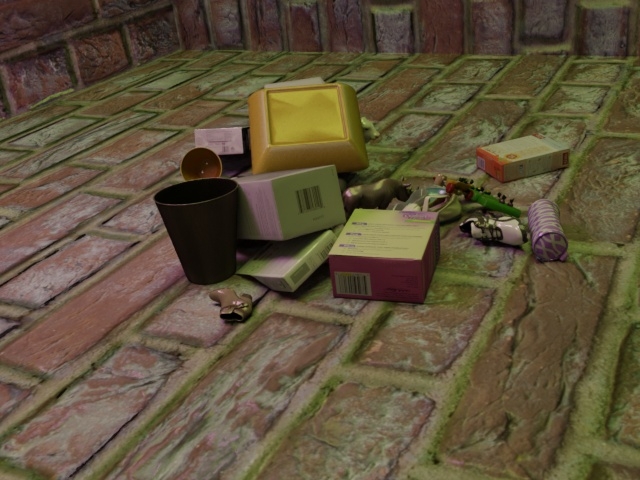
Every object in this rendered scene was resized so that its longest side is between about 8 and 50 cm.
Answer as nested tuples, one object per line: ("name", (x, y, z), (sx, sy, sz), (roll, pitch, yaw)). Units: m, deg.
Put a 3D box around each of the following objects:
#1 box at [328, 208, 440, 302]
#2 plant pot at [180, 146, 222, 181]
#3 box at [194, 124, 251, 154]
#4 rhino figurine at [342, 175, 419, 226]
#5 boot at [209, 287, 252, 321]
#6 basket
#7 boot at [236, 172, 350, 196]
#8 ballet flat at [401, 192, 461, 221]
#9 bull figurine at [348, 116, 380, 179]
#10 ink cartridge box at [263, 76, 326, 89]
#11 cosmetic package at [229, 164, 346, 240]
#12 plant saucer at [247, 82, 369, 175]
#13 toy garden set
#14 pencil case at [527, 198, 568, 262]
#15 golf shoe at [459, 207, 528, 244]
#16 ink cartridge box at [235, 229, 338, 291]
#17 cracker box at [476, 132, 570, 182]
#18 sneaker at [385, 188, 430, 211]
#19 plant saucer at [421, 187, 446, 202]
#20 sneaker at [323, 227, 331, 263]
("box", (0.157, 0.031, 1.744), (0.214, 0.117, 0.243), (2, 29, 18))
("plant pot", (-0.374, -0.231, 2.392), (0.134, 0.134, 0.095), (-4, 2, 5))
("box", (-0.308, -0.348, 2.544), (0.169, 0.087, 0.290), (-1, 10, 11))
("rhino figurine", (0.166, -0.118, 2.047), (0.243, 0.106, 0.073), (-15, 29, -16))
("boot", (-0.210, 0.148, 1.679), (0.119, 0.042, 0.087), (1, 30, 15))
("basket", (-0.285, -0.020, 1.821), (0.205, 0.226, 0.154), (-11, 27, -7))
("boot", (-0.068, -0.194, 2.173), (0.338, 0.118, 0.222), (9, 52, 7))
("ballet flat", (0.268, -0.072, 1.961), (0.249, 0.086, 0.086), (-22, 30, -27))
("bull figurine", (0.031, -0.278, 2.295), (0.311, 0.188, 0.101), (-6, 22, 2))
("ink cartridge box", (-0.064, -0.369, 2.411), (0.198, 0.270, 0.197), (-9, 27, -6))
("cosmetic package", (-0.124, -0.095, 1.880), (0.197, 0.155, 0.366), (-17, 9, -31))
("plant saucer", (-0.041, -0.341, 2.149), (0.333, 0.081, 0.332), (-5, 55, -3))
("toy garden set", (0.396, -0.140, 1.967), (0.204, 0.049, 0.244), (17, 12, -19))
("pencil case", (0.556, -0.027, 1.810), (0.088, 0.086, 0.206), (29, 31, -6))
("golf shoe", (0.428, -0.020, 1.840), (0.094, 0.077, 0.198), (-22, 20, -23))
("ink cartridge box", (-0.082, 0.046, 1.809), (0.181, 0.056, 0.225), (-44, 23, -28))
("cracker box", (0.614, -0.253, 2.257), (0.232, 0.067, 0.155), (-15, 29, -14))
("sneaker", (0.235, -0.078, 2.018), (0.152, 0.061, 0.053), (-30, 38, -3))
("plant saucer", (0.319, -0.118, 2.105), (0.120, 0.021, 0.119), (-6, 27, 3))
("sneaker", (0.000, 0.000, 1.885), (0.063, 0.074, 0.170), (-5, 27, 2))
